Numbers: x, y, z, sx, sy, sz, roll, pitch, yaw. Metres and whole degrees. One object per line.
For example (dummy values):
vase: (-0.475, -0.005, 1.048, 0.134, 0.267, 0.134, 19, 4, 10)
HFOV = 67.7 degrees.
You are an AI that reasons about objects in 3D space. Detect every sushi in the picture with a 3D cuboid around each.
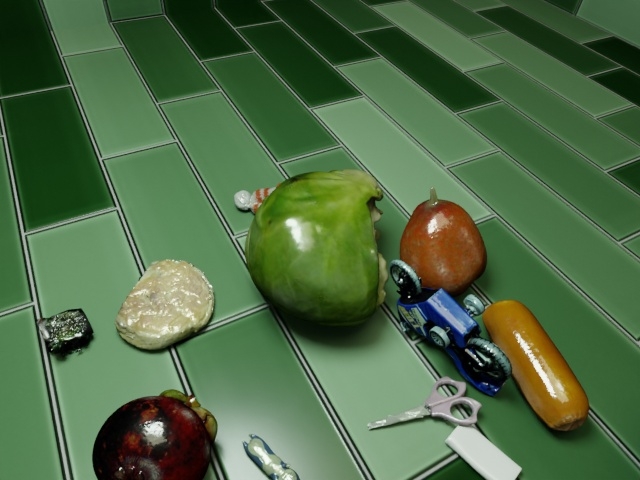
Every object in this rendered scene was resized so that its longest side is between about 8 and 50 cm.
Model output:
sushi: (-0.499, 0.184, 0.944, 0.083, 0.056, 0.085, -24, 52, -34)

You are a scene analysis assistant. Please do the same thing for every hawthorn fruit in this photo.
hawthorn fruit: (0.260, -0.001, 1.051, 0.200, 0.251, 0.199, -15, 24, 7)

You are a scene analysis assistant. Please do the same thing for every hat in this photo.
hat: (-0.143, -0.098, 1.229, 0.163, 0.093, 0.112, -2, 35, 18)

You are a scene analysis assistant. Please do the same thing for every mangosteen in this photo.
mangosteen: (-0.258, 0.323, 0.770, 0.200, 0.199, 0.199, 2, 47, -3)

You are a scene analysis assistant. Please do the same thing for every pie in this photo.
pie: (-0.318, 0.132, 1.007, 0.185, 0.052, 0.218, 12, 45, 9)

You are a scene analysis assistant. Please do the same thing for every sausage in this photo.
sausage: (0.418, 0.235, 0.939, 0.106, 0.105, 0.274, -9, 48, -13)

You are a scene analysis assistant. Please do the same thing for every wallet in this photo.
wallet: (0.286, 0.379, 0.844, 0.061, 0.025, 0.122, -35, 58, -29)

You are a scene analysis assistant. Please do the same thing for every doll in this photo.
doll: (-0.085, 0.378, 0.813, 0.125, 0.027, 0.037, 34, 61, 24)

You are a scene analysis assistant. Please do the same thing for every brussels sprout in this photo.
brussels sprout: (0.000, 0.000, 1.005, 0.315, 0.275, 0.371, 14, 47, 3)

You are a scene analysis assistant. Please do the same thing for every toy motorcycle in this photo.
toy motorcycle: (0.244, 0.172, 0.953, 0.113, 0.168, 0.315, -36, 68, -20)

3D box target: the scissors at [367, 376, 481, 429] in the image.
scissors: (0.189, 0.315, 0.890, 0.213, 0.021, 0.110, -11, 32, -10)
